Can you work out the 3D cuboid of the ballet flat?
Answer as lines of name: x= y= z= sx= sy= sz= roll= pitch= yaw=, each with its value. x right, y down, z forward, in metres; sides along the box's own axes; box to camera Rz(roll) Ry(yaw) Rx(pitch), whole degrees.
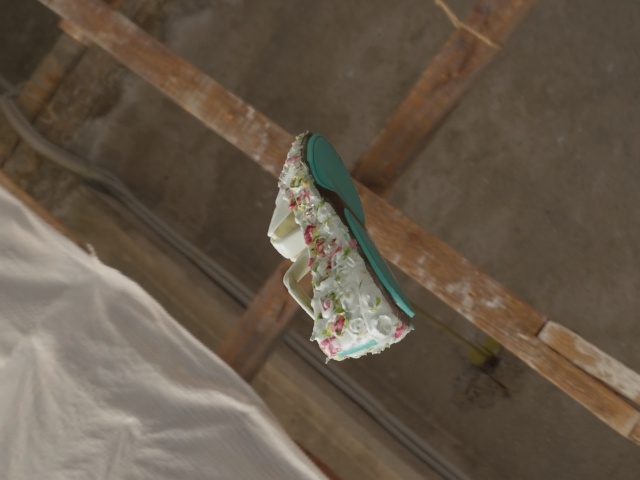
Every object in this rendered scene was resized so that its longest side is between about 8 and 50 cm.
ballet flat: x=0.000 y=0.000 z=0.850 sx=0.077 sy=0.091 sz=0.241 roll=-36 pitch=-145 yaw=11
